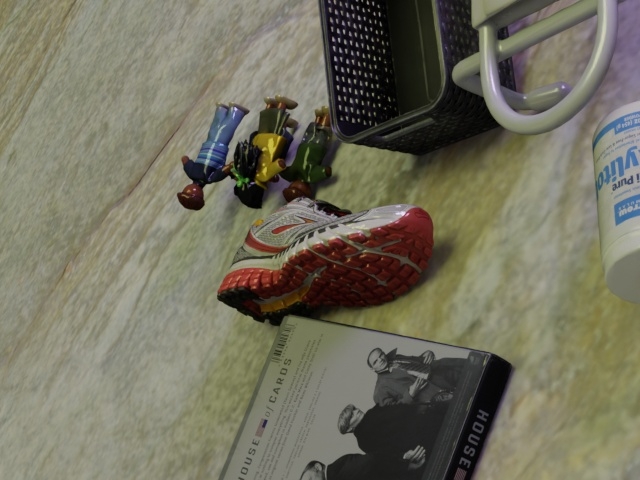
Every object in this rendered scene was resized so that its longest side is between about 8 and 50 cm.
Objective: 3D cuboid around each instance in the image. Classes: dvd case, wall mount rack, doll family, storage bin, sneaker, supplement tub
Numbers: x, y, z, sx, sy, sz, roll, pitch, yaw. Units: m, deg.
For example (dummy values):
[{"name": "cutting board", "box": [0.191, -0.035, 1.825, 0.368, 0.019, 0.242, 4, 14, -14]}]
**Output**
[{"name": "dvd case", "box": [0.016, 0.149, 0.837, 0.239, 0.030, 0.179, 5, 69, 55]}, {"name": "wall mount rack", "box": [0.215, -0.233, 0.757, 0.304, 0.131, 0.349, -19, 63, 49]}, {"name": "doll family", "box": [-0.064, -0.073, 1.086, 0.193, 0.076, 0.111, 1, 70, 59]}, {"name": "storage bin", "box": [0.071, -0.167, 0.908, 0.122, 0.084, 0.180, -18, 72, 46]}, {"name": "sneaker", "box": [0.000, 0.000, 0.923, 0.225, 0.088, 0.092, -14, 52, 48]}, {"name": "supplement tub", "box": [0.198, -0.023, 0.690, 0.071, 0.071, 0.107, -29, 43, 38]}]
